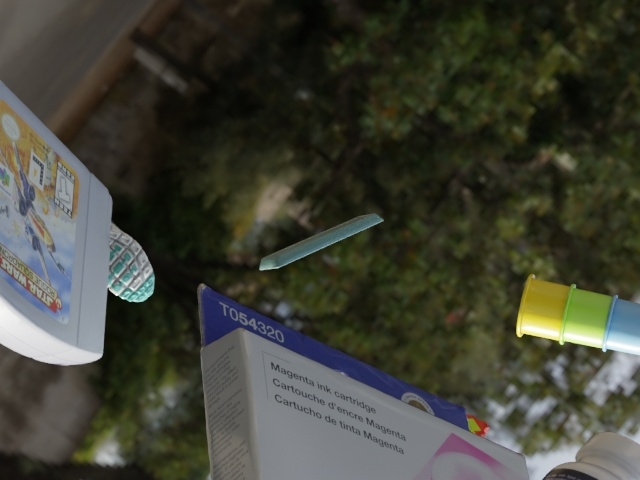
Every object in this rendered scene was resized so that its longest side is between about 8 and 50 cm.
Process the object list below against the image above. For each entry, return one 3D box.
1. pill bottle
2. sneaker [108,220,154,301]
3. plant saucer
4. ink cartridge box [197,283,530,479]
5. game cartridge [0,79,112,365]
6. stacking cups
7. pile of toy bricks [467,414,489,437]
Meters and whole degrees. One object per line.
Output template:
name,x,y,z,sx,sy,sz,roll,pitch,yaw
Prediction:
pill bottle,0.304,0.364,1.974,0.264,0.153,0.153,-45,-176,-30
sneaker,-0.253,-0.001,1.930,0.065,0.166,0.076,-38,-173,3
plant saucer,0.000,0.000,2.426,0.192,0.018,0.067,-23,-173,-26
ink cartridge box,0.051,0.198,1.340,0.071,0.324,0.330,-41,-142,31
game cartridge,-0.266,-0.017,1.400,0.062,0.297,0.198,-15,-122,17
stacking cups,0.444,0.128,2.348,0.096,0.316,0.096,13,90,-74
pile of toy bricks,0.260,0.374,2.584,0.212,0.105,0.118,-122,-140,-49
